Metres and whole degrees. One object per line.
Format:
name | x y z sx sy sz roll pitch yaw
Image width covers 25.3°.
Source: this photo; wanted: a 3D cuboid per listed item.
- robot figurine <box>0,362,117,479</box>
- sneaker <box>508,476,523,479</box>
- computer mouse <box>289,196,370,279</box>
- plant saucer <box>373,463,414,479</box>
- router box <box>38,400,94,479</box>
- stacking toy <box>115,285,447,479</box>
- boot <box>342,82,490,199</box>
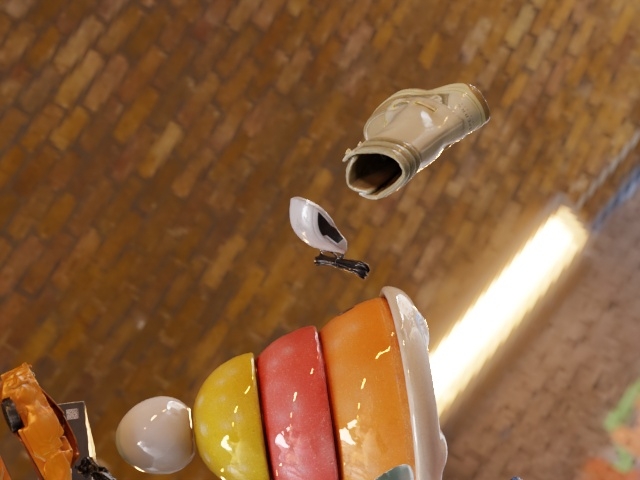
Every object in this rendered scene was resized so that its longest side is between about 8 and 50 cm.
robot figurine | -0.385 0.317 1.869 0.211 0.291 0.085 -23 -17 -23
sneaker | 0.255 0.373 1.841 0.058 0.052 0.135 -15 -80 -21
computer mouse | 0.000 0.000 2.136 0.042 0.106 0.193 -57 -39 -15
plant saucer | 0.045 0.326 1.525 0.195 0.037 0.195 -40 -25 -23
router box | -0.368 0.422 2.125 0.243 0.081 0.309 103 159 -67
stacking toy | -0.069 0.266 2.140 0.480 0.350 0.350 -7 -45 -4
boot | 0.083 -0.113 1.704 0.165 0.213 0.077 -40 -73 -29
